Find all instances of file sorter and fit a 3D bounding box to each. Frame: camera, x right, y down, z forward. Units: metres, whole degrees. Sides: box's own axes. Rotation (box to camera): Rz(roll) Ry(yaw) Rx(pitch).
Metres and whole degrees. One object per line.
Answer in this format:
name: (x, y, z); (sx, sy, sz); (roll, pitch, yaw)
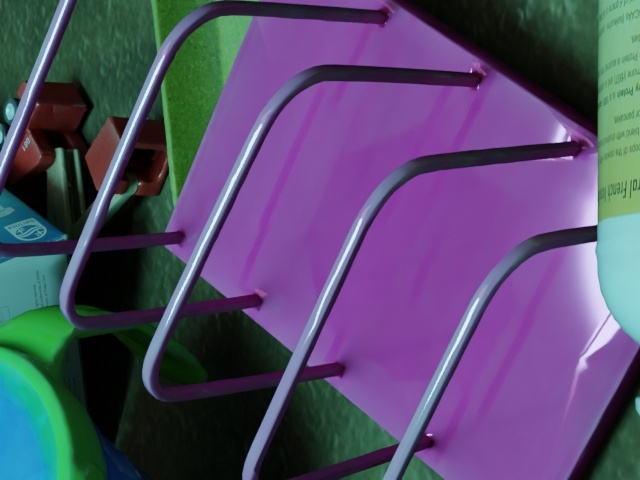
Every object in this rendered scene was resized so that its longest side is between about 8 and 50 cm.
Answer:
file sorter: (0.000, 0.000, 0.886); (0.291, 0.182, 0.202); (38, 116, 29)

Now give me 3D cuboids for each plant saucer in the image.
plant saucer: (-0.026, -0.126, 1.075); (0.188, 0.045, 0.188); (-20, 72, 48)

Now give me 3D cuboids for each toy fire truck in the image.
toy fire truck: (-0.182, -0.037, 1.252); (0.192, 0.047, 0.135); (-57, 50, 32)

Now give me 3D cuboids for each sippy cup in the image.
sippy cup: (-0.167, 0.209, 1.055); (0.305, 0.224, 0.240); (-40, 47, 9)

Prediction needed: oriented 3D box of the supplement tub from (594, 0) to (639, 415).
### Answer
supplement tub: (0.213, -0.068, 0.648); (0.228, 0.228, 0.316); (-3, 85, 50)

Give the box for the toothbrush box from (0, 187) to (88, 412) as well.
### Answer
toothbrush box: (-0.288, 0.052, 1.263); (0.295, 0.126, 0.216); (34, 136, 46)
